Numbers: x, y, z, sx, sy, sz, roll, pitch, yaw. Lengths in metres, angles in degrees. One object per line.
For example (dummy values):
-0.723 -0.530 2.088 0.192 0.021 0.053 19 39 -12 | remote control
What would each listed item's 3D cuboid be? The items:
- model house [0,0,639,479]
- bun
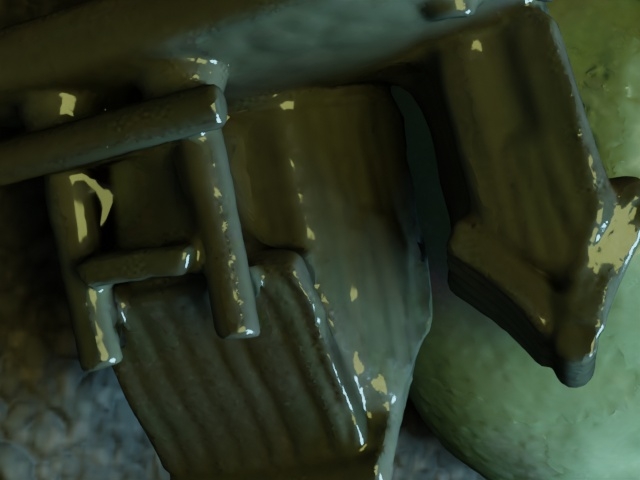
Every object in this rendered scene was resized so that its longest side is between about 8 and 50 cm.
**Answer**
0.001 -0.006 0.688 0.122 0.229 0.188 -17 93 -73 | model house
0.158 -0.011 0.803 0.283 0.179 0.283 -6 101 -33 | bun
